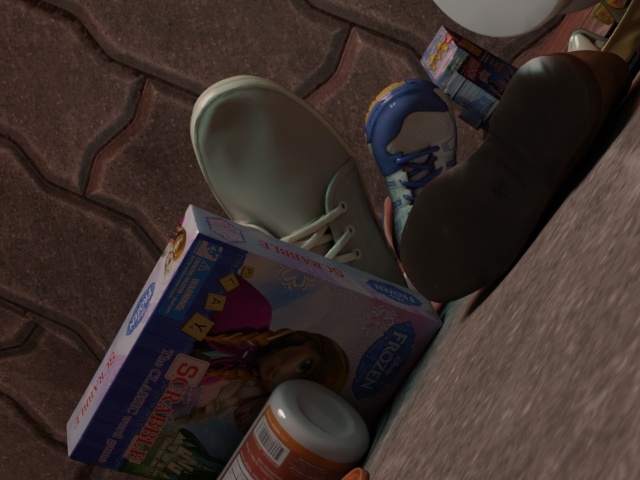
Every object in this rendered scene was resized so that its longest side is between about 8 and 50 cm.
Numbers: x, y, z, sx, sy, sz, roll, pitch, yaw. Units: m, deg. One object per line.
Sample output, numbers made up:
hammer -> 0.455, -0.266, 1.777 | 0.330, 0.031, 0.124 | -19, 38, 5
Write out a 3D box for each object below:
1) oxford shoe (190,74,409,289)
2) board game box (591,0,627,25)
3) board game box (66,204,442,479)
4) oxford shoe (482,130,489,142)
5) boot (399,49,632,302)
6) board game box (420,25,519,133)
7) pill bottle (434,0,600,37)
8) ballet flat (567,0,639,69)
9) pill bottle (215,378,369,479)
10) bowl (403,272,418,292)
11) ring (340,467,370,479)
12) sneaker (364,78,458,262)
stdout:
oxford shoe -> 0.000, 0.000, 1.221 | 0.169, 0.449, 0.130 | -27, 30, 6
board game box -> 0.417, -0.352, 1.334 | 0.124, 0.039, 0.259 | -57, 0, 6
board game box -> -0.076, 0.153, 1.170 | 0.318, 0.318, 0.066 | -59, 28, 21
oxford shoe -> 0.228, -0.075, 1.317 | 0.212, 0.076, 0.076 | -58, -31, -53
boot -> 0.181, -0.052, 0.953 | 0.115, 0.112, 0.305 | -24, -23, -44
board game box -> 0.207, -0.180, 1.265 | 0.060, 0.194, 0.194 | -58, -3, 27
pill bottle -> 0.265, -0.359, 1.058 | 0.363, 0.210, 0.210 | -39, -13, -37
ballet flat -> 0.275, -0.198, 0.959 | 0.232, 0.073, 0.080 | -58, 0, 16
pill bottle -> -0.048, 0.269, 1.136 | 0.216, 0.121, 0.121 | -58, -3, 21
bowl -> 0.172, 0.023, 1.522 | 0.142, 0.053, 0.142 | -56, -2, -42
ring -> -0.048, 0.328, 0.803 | 0.336, 0.032, 0.336 | -58, -2, -3
sneaker -> 0.129, -0.056, 1.213 | 0.112, 0.131, 0.296 | -19, -41, -2
